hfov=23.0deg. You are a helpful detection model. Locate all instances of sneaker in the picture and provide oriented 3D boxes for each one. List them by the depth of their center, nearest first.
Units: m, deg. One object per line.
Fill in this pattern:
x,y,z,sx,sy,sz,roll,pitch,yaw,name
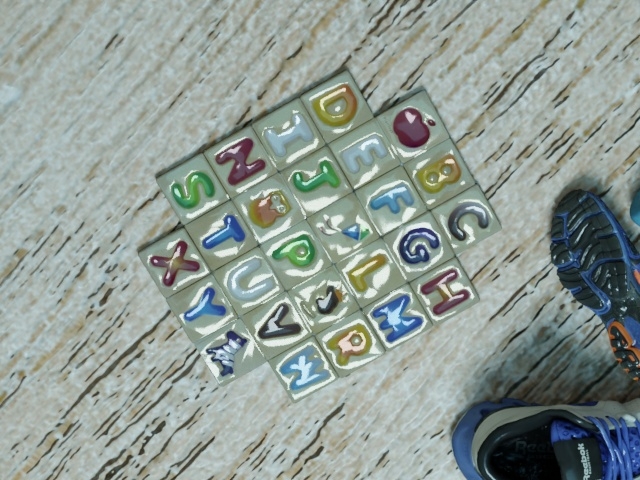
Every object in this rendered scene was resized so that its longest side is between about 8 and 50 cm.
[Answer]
0.294,0.221,1.597,0.316,0.182,0.127,-4,92,3,sneaker
0.312,0.047,1.635,0.083,0.087,0.221,-28,89,31,sneaker

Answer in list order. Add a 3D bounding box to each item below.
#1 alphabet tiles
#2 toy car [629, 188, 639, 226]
0.000,0.000,1.636,0.343,0.011,0.285,-29,103,4,alphabet tiles
0.461,-0.009,1.543,0.219,0.238,0.210,38,98,-11,toy car
